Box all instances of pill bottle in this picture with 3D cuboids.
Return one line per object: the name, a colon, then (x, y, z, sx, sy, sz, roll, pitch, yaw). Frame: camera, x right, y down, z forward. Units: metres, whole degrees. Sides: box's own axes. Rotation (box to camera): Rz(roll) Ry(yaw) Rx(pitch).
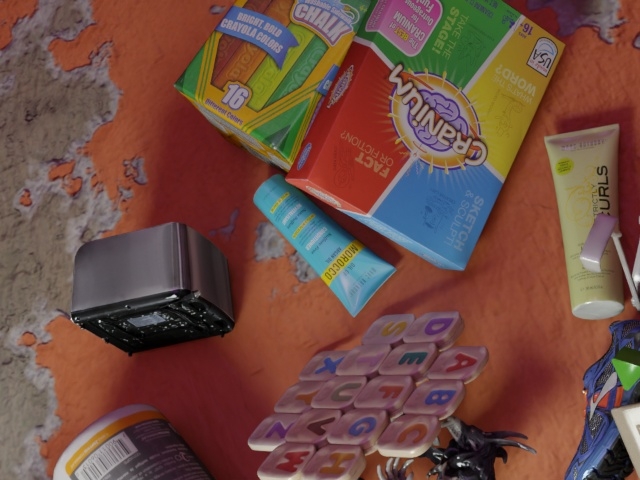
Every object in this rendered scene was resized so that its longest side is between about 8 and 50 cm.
pill bottle: (-0.183, 0.342, 1.614, 0.162, 0.162, 0.278, -44, 64, 2)

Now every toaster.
toaster: (-0.203, 0.064, 1.713, 0.186, 0.168, 0.110, -13, 67, 17)

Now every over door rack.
over door rack: (0.426, 0.035, 1.399, 0.239, 0.324, 0.108, 15, 85, 25)

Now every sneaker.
sneaker: (0.331, 0.187, 1.532, 0.087, 0.083, 0.221, 21, 77, 41)

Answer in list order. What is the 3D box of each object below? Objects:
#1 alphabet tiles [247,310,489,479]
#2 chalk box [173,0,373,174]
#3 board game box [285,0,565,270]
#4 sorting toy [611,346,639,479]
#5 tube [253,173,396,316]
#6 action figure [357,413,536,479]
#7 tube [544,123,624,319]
alphabet tiles: (0.049, 0.179, 1.559, 0.278, 0.021, 0.284, -5, 34, 45)
chalk box: (-0.012, -0.240, 1.742, 0.180, 0.179, 0.289, 32, 85, 26)
board game box: (0.132, -0.156, 1.636, 0.064, 0.242, 0.316, 7, 70, 65)
sorting toy: (0.423, 0.234, 1.419, 0.196, 0.047, 0.347, -17, 100, 39)
tube: (0.000, 0.000, 1.732, 0.207, 0.052, 0.080, 44, 100, 21)
action figure: (0.098, 0.266, 1.523, 0.276, 0.164, 0.141, -33, 109, 3)
tube: (0.319, -0.027, 1.614, 0.070, 0.062, 0.240, 9, 64, -19)
